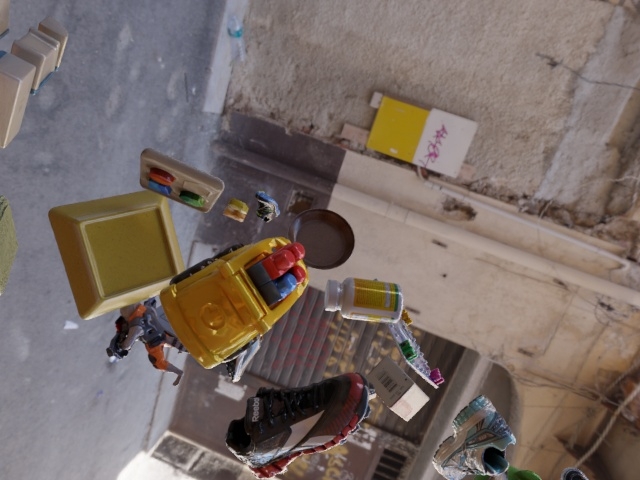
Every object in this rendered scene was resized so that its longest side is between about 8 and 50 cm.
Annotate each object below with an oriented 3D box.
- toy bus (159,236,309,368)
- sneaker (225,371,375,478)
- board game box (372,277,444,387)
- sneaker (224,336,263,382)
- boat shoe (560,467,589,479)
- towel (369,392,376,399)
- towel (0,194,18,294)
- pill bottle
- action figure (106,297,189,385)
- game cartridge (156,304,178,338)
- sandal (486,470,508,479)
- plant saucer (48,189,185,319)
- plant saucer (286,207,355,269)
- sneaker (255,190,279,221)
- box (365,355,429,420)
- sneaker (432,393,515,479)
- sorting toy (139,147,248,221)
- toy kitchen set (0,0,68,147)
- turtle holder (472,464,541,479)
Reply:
[{"bbox_3d":[-0.094,0.061,0.646,0.211,0.150,0.220,-31,-176,28],"label":"toy bus"},{"bbox_3d":[-0.045,0.287,0.682,0.276,0.135,0.098,-36,-153,18],"label":"sneaker"},{"bbox_3d":[0.358,0.385,1.759,0.390,0.050,0.390,46,15,-44],"label":"board game box"},{"bbox_3d":[-0.248,0.365,1.383,0.107,0.100,0.272,-2,127,-35],"label":"sneaker"},{"bbox_3d":[0.541,0.553,0.830,0.083,0.065,0.184,68,13,-61],"label":"boat shoe"},{"bbox_3d":[0.171,0.643,1.727,0.067,0.119,0.029,90,-20,-49],"label":"towel"},{"bbox_3d":[-0.524,0.009,0.680,0.148,0.027,0.110,-115,-147,-43],"label":"towel"},{"bbox_3d":[0.119,0.168,1.195,0.117,0.208,0.118,-172,-90,-84],"label":"pill bottle"},{"bbox_3d":[-0.594,0.314,1.526,0.178,0.330,0.341,-28,-153,15],"label":"action figure"},{"bbox_3d":[-0.563,0.354,1.770,0.198,0.297,0.062,-33,144,-57],"label":"game cartridge"},{"bbox_3d":[0.510,0.716,1.203,0.180,0.072,0.049,-35,177,-46],"label":"sandal"},{"bbox_3d":[-0.573,0.030,1.249,0.332,0.080,0.333,-19,102,-37],"label":"plant saucer"},{"bbox_3d":[0.000,0.000,1.208,0.036,0.198,0.199,106,7,-61],"label":"plant saucer"},{"bbox_3d":[-0.197,-0.116,1.508,0.078,0.067,0.188,-46,162,-11],"label":"sneaker"},{"bbox_3d":[0.285,0.552,1.561,0.127,0.148,0.232,-44,138,-5],"label":"box"},{"bbox_3d":[0.339,0.477,0.929,0.110,0.122,0.283,-17,131,-26],"label":"sneaker"},{"bbox_3d":[-0.339,-0.128,1.142,0.229,0.307,0.041,-29,-139,62],"label":"sorting toy"},{"bbox_3d":[-0.495,-0.269,0.609,0.122,0.166,0.207,-47,-148,31],"label":"toy kitchen set"},{"bbox_3d":[0.553,0.824,1.305,0.243,0.320,0.228,-32,143,-22],"label":"turtle holder"}]
